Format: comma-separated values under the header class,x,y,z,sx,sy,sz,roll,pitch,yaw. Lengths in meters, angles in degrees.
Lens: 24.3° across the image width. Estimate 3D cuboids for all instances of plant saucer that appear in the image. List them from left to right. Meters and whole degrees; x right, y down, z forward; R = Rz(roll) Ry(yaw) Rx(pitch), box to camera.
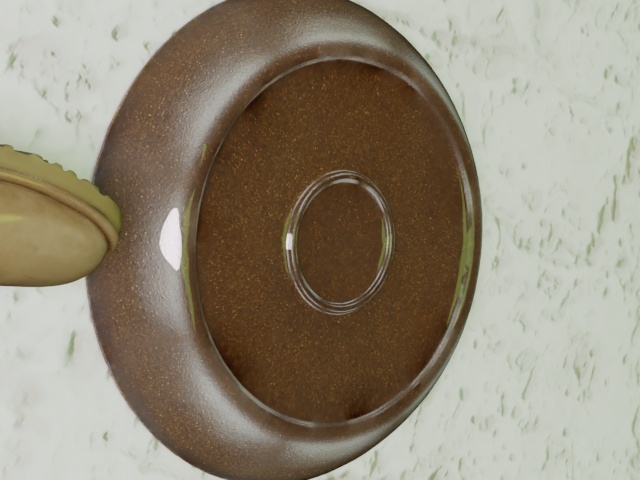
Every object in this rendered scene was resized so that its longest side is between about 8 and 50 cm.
class,x,y,z,sx,sy,sz,roll,pitch,yaw
plant saucer,0.000,0.000,0.912,0.310,0.050,0.310,-4,96,-41

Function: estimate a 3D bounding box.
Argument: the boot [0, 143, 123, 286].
class,x,y,z,sx,sy,sz,roll,pitch,yaw
boot,-0.218,0.079,0.669,0.236,0.089,0.269,17,67,-28
